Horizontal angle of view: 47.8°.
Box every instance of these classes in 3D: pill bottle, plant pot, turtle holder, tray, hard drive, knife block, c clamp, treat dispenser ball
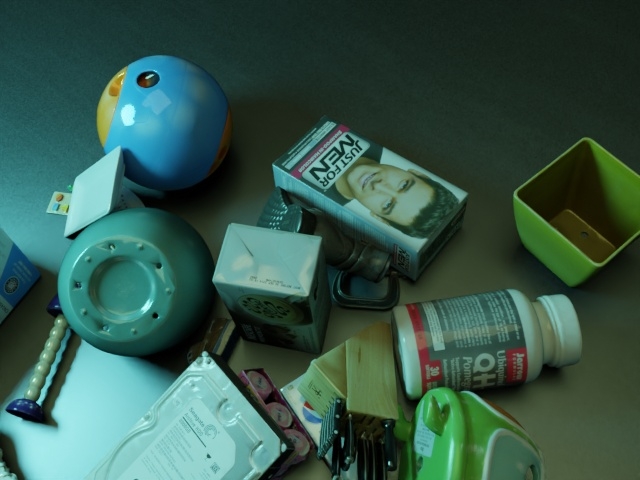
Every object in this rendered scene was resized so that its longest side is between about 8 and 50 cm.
[{"bbox_3d":[0.298,0.184,1.322,0.318,0.176,0.176,-9,59,0],"label":"pill bottle"},{"bbox_3d":[0.513,-0.033,1.427,0.212,0.187,0.212,-36,64,-16],"label":"plant pot"},{"bbox_3d":[0.235,0.406,1.163,0.227,0.243,0.320,15,49,-10],"label":"turtle holder"},{"bbox_3d":[-0.473,-0.095,1.522,0.030,0.270,0.145,16,70,-34],"label":"tray"},{"bbox_3d":[-0.234,0.392,1.243,0.339,0.064,0.237,-46,65,1],"label":"hard drive"},{"bbox_3d":[-0.344,0.079,1.329,0.292,0.235,0.293,0,90,-5],"label":"plant pot"},{"bbox_3d":[0.091,0.294,1.266,0.275,0.088,0.242,-25,62,-43],"label":"knife block"},{"bbox_3d":[0.103,0.082,1.488,0.160,0.022,0.137,-1,61,1],"label":"c clamp"},{"bbox_3d":[-0.334,-0.252,1.562,0.288,0.288,0.288,-2,59,3],"label":"treat dispenser ball"}]

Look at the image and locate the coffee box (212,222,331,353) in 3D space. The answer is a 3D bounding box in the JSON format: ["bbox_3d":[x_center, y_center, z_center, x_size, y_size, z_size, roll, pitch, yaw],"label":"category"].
[{"bbox_3d":[-0.077,0.096,1.331,0.168,0.297,0.119,9,64,9],"label":"coffee box"}]

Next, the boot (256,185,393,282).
[{"bbox_3d":[0.000,0.000,1.457,0.222,0.338,0.118,24,98,-20],"label":"boot"}]

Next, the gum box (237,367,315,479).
[{"bbox_3d":[-0.104,0.337,1.298,0.107,0.062,0.188,-49,62,22],"label":"gum box"}]

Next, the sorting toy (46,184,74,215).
[{"bbox_3d":[-0.586,-0.097,1.648,0.061,0.012,0.083,5,61,8],"label":"sorting toy"}]

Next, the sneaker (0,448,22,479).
[{"bbox_3d":[-0.560,0.431,1.290,0.169,0.108,0.293,-12,69,-5],"label":"sneaker"}]

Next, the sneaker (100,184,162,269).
[{"bbox_3d":[-0.418,-0.044,1.542,0.105,0.123,0.290,-32,61,-12],"label":"sneaker"}]

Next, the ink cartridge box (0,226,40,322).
[{"bbox_3d":[-0.768,0.124,1.374,0.166,0.285,0.395,25,65,17],"label":"ink cartridge box"}]

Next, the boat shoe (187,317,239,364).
[{"bbox_3d":[-0.221,0.230,1.404,0.066,0.066,0.183,15,52,18],"label":"boat shoe"}]

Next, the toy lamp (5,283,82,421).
[{"bbox_3d":[-0.533,0.213,1.425,0.080,0.080,0.275,9,60,10],"label":"toy lamp"}]

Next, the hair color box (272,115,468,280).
[{"bbox_3d":[0.101,-0.098,1.526,0.374,0.114,0.185,32,63,22],"label":"hair color box"}]

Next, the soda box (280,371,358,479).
[{"bbox_3d":[0.015,0.346,1.311,0.073,0.069,0.216,-31,63,-14],"label":"soda box"}]
